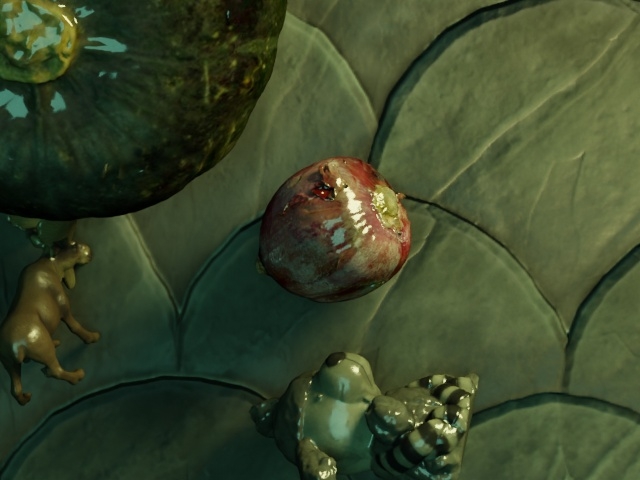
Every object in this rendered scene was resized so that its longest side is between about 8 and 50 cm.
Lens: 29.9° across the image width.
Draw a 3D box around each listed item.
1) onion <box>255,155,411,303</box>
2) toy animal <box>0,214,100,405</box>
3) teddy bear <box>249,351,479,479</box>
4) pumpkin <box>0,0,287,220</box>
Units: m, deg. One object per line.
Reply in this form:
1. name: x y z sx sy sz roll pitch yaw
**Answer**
1. onion: 0.000 0.000 1.278 0.195 0.159 0.159 -30 93 34
2. toy animal: -0.297 0.052 1.303 0.093 0.214 0.186 -9 125 14
3. teddy bear: 0.049 0.199 1.266 0.250 0.171 0.144 4 117 -3
4. pumpkin: -0.252 -0.240 1.167 0.454 0.344 0.455 -1 112 -2
